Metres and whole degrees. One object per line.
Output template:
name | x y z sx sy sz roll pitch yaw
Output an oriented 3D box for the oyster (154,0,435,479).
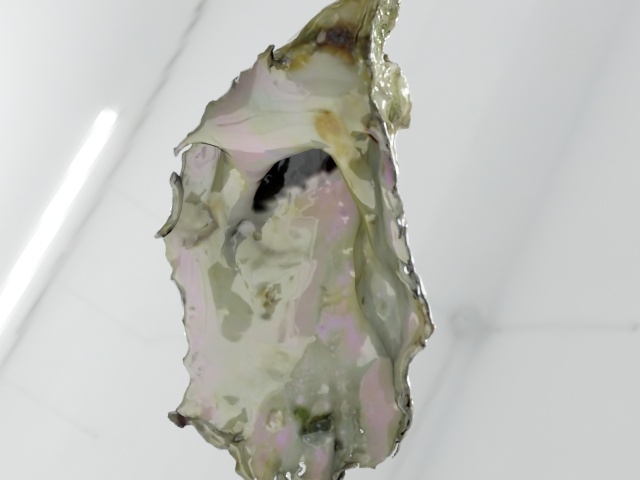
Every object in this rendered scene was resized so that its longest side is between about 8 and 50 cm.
oyster | -0.007 0.005 0.738 0.133 0.209 0.072 -5 -167 32
